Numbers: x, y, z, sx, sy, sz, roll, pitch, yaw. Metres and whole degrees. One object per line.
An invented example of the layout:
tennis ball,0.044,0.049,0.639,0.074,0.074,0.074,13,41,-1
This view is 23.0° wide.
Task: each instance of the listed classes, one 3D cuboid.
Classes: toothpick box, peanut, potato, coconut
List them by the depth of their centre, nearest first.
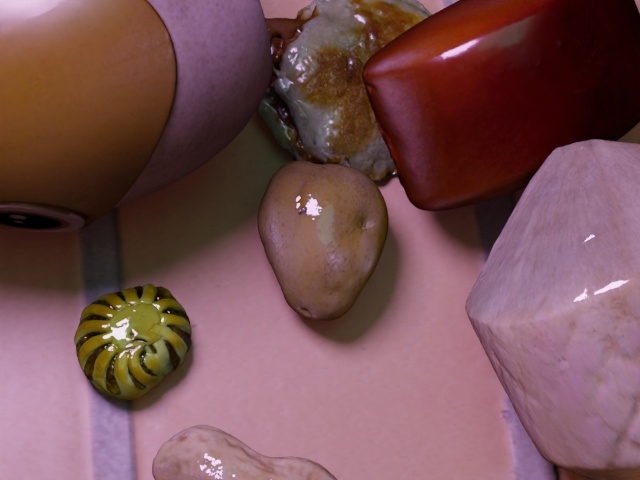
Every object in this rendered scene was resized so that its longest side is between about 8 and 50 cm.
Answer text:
peanut,-0.062,0.286,1.756,0.256,0.123,0.123,29,66,6
toothpick box,-0.302,-0.211,1.757,0.425,0.409,0.409,-25,75,-14
coconut,0.369,0.069,1.800,0.415,0.344,0.415,4,83,-33
potato,0.000,0.000,1.876,0.157,0.157,0.194,5,81,-9

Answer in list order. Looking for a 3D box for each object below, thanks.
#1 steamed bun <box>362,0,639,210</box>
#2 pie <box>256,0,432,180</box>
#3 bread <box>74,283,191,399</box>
steamed bun,0.250,-0.197,1.898,0.379,0.248,0.235,-29,102,-28
pie,0.048,-0.202,1.989,0.274,0.105,0.257,-28,89,-20
bread,-0.215,0.113,1.820,0.139,0.071,0.130,-21,69,-18
